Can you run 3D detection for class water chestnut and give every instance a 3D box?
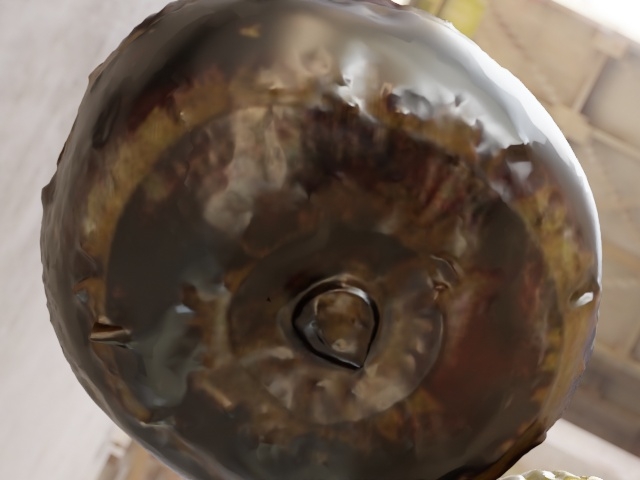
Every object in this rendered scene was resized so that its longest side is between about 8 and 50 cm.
[{"bbox_3d":[0.000,0.000,1.036,0.300,0.300,0.300,-63,177,-6],"label":"water chestnut"}]

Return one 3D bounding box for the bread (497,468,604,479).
[{"bbox_3d":[0.127,0.253,1.089,0.179,0.250,0.133,-18,176,-7],"label":"bread"}]
